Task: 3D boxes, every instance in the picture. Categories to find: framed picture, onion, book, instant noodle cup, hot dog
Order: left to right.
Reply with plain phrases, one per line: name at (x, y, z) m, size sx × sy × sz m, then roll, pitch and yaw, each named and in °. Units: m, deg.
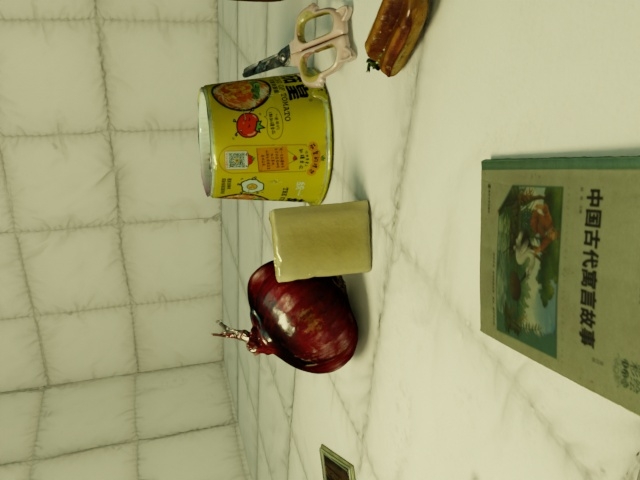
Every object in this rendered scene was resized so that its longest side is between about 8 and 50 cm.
instant noodle cup at (-0.138, -0.227, 1.317) m, size 0.325 × 0.254 × 0.325 m, roll 176°, pitch 90°, yaw -74°
onion at (-0.061, 0.165, 1.164) m, size 0.273 × 0.285 × 0.273 m, roll 53°, pitch 167°, yaw 18°
framed picture at (0.045, 0.604, 1.373) m, size 0.252 × 0.014 × 0.197 m, roll 151°, pitch 112°, yaw -72°
hot dog at (0.108, -0.295, 0.814) m, size 0.072 × 0.055 × 0.188 m, roll 52°, pitch 163°, yaw 6°
book at (0.233, 0.025, 0.556) m, size 0.283 × 0.025 × 0.214 m, roll -161°, pitch 68°, yaw -74°

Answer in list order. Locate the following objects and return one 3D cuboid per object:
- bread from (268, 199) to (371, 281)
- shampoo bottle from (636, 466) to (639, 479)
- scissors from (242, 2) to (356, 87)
bread at (0.000, -0.001, 1.054) m, size 0.060 × 0.178 × 0.139 m, roll -149°, pitch 55°, yaw -74°
shampoo bottle at (0.270, 0.271, 0.448) m, size 0.086 × 0.056 × 0.227 m, roll -135°, pitch 43°, yaw -62°
scissors at (-0.056, -0.366, 1.148) m, size 0.318 × 0.024 × 0.160 m, roll -4°, pitch 92°, yaw 44°
